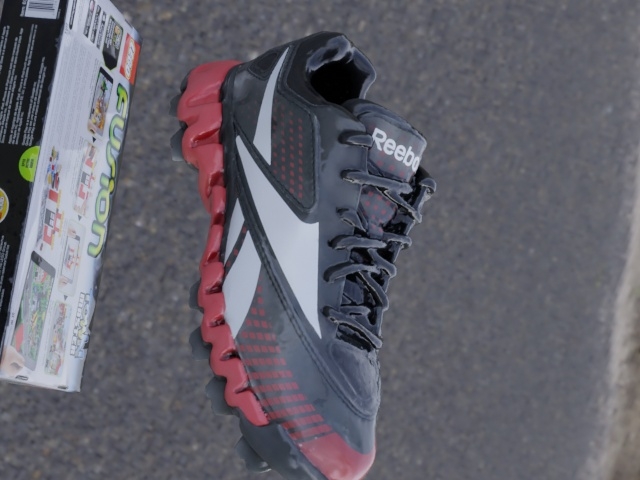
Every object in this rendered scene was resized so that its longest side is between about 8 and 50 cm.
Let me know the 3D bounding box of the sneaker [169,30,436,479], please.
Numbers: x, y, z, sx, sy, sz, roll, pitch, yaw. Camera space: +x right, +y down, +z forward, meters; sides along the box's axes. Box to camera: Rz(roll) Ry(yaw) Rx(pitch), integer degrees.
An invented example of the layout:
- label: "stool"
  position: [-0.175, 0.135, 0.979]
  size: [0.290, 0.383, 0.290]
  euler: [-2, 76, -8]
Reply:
- label: "sneaker"
  position: [0.000, 0.000, 0.693]
  size: [0.098, 0.135, 0.276]
  euler: [32, 40, -49]

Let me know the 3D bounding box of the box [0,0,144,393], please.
- label: "box"
  position: [-0.142, -0.028, 0.676]
  size: [0.114, 0.036, 0.206]
  euler: [50, 47, -75]
